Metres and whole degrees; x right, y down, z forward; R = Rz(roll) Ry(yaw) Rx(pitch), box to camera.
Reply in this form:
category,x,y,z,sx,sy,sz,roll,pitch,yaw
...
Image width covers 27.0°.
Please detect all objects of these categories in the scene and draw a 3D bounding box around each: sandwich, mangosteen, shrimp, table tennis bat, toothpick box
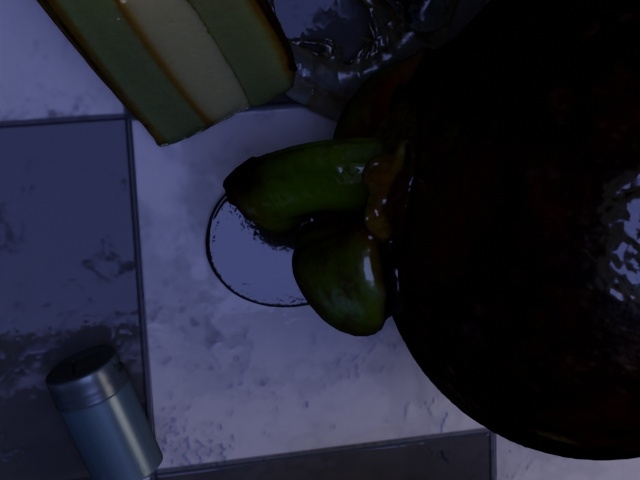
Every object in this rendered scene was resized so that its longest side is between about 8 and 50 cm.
category,x,y,z,sx,sy,sz,roll,pitch,yaw
sandwich,-0.100,-0.141,0.783,0.117,0.144,0.187,-24,105,10
mangosteen,0.138,-0.034,0.797,0.360,0.306,0.306,23,96,-5
shrimp,0.026,-0.176,0.877,0.148,0.035,0.195,17,99,-14
table tennis bat,0.000,0.000,0.916,0.158,0.014,0.095,1,100,-12
toothpick box,-0.143,0.118,0.886,0.052,0.052,0.083,-24,108,-8
